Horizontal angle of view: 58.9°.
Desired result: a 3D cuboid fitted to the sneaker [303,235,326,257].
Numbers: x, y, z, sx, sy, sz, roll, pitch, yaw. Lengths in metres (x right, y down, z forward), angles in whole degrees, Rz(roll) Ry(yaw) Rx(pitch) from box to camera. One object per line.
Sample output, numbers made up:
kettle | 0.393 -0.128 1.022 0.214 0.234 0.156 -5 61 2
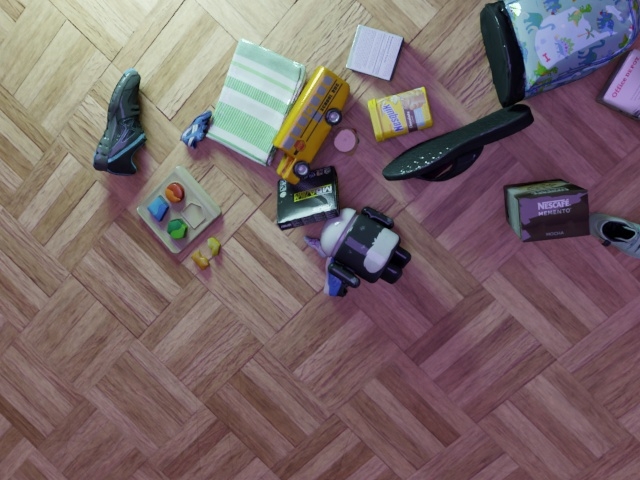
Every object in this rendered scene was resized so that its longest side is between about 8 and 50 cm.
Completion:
sneaker | 0.000 0.000 1.805 0.098 0.038 0.069 39 104 -9

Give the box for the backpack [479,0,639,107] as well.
backpack | 0.636 -0.540 1.480 0.355 0.273 0.291 -12 93 1

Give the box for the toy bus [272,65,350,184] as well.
toy bus | -0.037 -0.335 1.676 0.130 0.108 0.333 30 99 -17

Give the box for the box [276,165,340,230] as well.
box | -0.039 -0.130 1.719 0.190 0.184 0.045 -13 138 14

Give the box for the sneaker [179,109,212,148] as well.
sneaker | -0.383 -0.352 1.796 0.059 0.053 0.144 46 114 0

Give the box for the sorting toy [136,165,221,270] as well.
sorting toy | -0.442 -0.061 1.871 0.229 0.041 0.307 -40 92 16

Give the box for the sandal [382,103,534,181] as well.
sandal | 0.394 -0.246 1.619 0.445 0.168 0.107 -22 114 14

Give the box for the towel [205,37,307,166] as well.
towel | -0.201 -0.421 1.740 0.247 0.038 0.325 27 106 13

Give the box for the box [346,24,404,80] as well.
box | 0.159 -0.541 1.642 0.137 0.072 0.126 19 104 7

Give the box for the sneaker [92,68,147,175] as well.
sneaker | -0.621 -0.375 1.820 0.139 0.125 0.341 15 103 -21

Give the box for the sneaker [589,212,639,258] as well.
sneaker | 0.876 0.002 1.578 0.255 0.151 0.094 20 103 5

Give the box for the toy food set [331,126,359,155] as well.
toy food set | 0.076 -0.307 1.733 0.083 0.020 0.083 22 104 6

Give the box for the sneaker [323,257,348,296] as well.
sneaker | 0.060 0.109 1.801 0.084 0.058 0.152 10 107 15

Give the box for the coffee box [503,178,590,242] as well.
coffee box | 0.603 -0.089 1.534 0.167 0.297 0.119 -6 101 12

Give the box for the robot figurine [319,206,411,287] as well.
robot figurine | 0.131 0.020 1.714 0.278 0.209 0.174 31 121 4

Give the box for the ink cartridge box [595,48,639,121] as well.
ink cartridge box | 0.880 -0.401 1.526 0.203 0.086 0.148 28 106 5

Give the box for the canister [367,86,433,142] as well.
canister | 0.235 -0.371 1.663 0.169 0.073 0.126 -13 99 12
